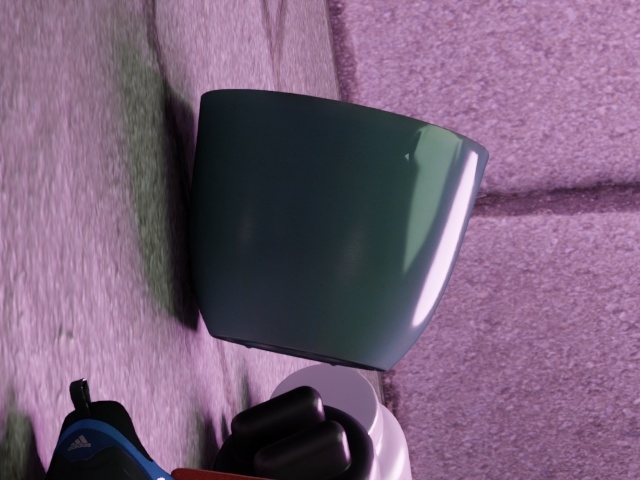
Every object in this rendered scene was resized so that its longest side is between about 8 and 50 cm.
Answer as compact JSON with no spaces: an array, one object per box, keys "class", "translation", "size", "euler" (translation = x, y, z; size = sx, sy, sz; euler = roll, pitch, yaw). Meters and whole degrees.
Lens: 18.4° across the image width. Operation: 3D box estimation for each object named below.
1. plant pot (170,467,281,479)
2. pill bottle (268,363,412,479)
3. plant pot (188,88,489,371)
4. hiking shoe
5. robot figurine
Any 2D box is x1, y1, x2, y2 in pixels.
[{"class":"plant pot","translation":[-0.016,0.385,1.746],"size":[0.267,0.267,0.236],"euler":[78,23,-50]},{"class":"pill bottle","translation":[0.023,0.290,2.352],"size":[0.318,0.176,0.176],"euler":[79,10,-50]},{"class":"plant pot","translation":[0.000,0.000,1.952],"size":[0.293,0.293,0.235],"euler":[45,57,-80]},{"class":"hiking shoe","translation":[-0.123,0.231,1.430],"size":[0.304,0.113,0.132],"euler":[77,12,-53]},{"class":"robot figurine","translation":[-0.019,0.283,2.049],"size":[0.209,0.173,0.278],"euler":[-71,159,-45]}]
